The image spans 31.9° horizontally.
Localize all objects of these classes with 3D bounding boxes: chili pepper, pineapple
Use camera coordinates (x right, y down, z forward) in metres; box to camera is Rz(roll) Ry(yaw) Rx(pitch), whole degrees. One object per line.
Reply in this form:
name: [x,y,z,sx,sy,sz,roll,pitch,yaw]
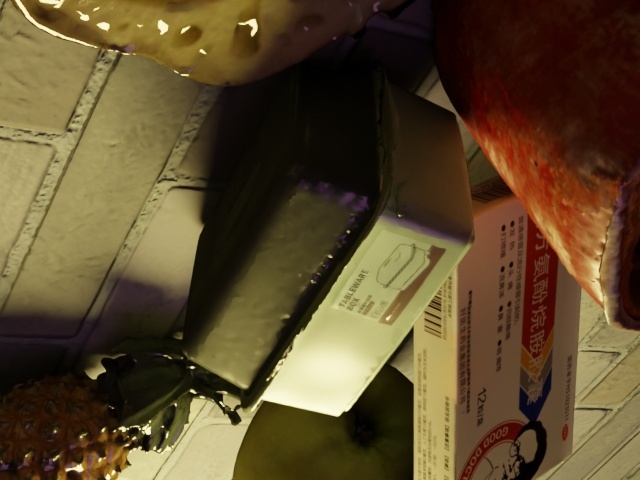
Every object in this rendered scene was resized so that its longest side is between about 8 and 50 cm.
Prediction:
chili pepper: [0.241,-0.112,0.898,0.229,0.305,0.251,-13,138,-18]
pineapple: [-0.185,0.163,1.155,0.364,0.165,0.165,-28,144,-7]

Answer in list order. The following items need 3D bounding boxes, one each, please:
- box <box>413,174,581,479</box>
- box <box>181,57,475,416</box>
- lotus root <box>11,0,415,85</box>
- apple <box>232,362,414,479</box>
box: [0.184,0.109,1.152,0.214,0.069,0.353,-22,122,-39]
box: [0.000,0.000,0.978,0.166,0.221,0.290,21,128,-16]
lotus root: [-0.041,-0.246,0.730,0.390,0.111,0.375,-16,147,-21]
apple: [0.026,0.265,1.268,0.262,0.262,0.262,-14,142,-11]
